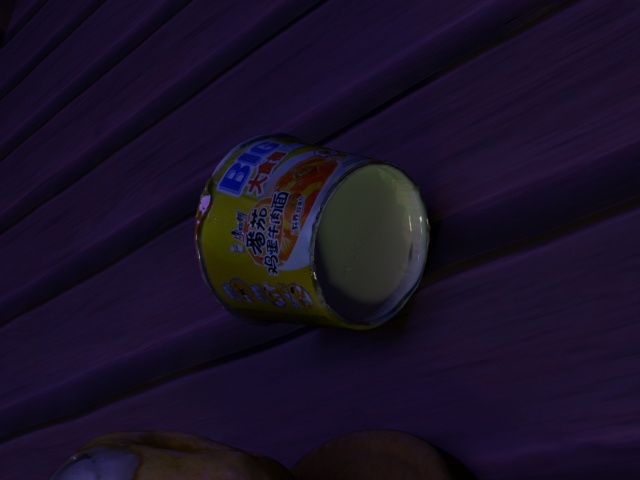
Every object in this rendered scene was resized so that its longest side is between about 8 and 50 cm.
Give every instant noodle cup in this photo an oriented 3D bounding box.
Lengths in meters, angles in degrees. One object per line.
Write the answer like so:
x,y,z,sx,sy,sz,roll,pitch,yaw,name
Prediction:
0.000,0.000,0.964,0.153,0.205,0.205,12,78,47,instant noodle cup

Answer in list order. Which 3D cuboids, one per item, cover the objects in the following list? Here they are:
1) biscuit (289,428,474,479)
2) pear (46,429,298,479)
0.024,0.340,0.801,0.359,0.074,0.381,-24,46,48,biscuit
-0.118,0.280,0.784,0.271,0.271,0.271,-34,43,38,pear
